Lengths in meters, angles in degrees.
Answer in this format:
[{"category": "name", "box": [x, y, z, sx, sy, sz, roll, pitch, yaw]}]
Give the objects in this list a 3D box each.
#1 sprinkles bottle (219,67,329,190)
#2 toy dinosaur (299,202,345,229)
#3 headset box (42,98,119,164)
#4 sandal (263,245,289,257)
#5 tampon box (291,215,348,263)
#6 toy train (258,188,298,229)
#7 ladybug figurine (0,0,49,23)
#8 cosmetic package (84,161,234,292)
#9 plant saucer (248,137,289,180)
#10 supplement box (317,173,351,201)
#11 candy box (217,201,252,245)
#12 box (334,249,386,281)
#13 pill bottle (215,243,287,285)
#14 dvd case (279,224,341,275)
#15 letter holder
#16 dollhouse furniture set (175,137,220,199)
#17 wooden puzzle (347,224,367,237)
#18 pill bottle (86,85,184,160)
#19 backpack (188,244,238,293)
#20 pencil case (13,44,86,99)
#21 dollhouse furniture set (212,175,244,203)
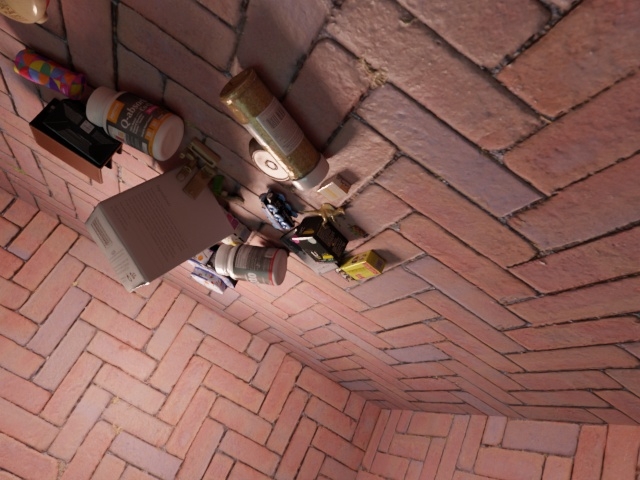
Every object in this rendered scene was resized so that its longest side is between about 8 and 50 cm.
[{"category": "sprinkles bottle", "box": [-0.118, -0.296, 1.263, 0.121, 0.121, 0.355, -1, 141, 45]}, {"category": "toy dinosaur", "box": [0.022, -0.091, 1.602, 0.183, 0.053, 0.093, 0, 128, 32]}, {"category": "headset box", "box": [-0.847, -0.403, 1.667, 0.218, 0.110, 0.293, 41, 180, -27]}, {"category": "sandal", "box": [-0.230, 0.052, 2.082, 0.219, 0.060, 0.090, -12, 131, 32]}, {"category": "tampon box", "box": [0.000, 0.000, 1.707, 0.120, 0.102, 0.161, -6, 138, 47]}, {"category": "toy train", "box": [-0.161, -0.111, 1.692, 0.105, 0.080, 0.184, 13, 151, 40]}, {"category": "ladybug figurine", "box": [-0.810, -0.737, 1.074, 0.304, 0.162, 0.449, 12, 149, 28]}, {"category": "cosmetic package", "box": [-0.621, -0.050, 1.775, 0.329, 0.393, 0.328, -19, 103, 55]}, {"category": "plant saucer", "box": [-0.151, -0.252, 1.471, 0.198, 0.036, 0.199, 22, 153, 12]}, {"category": "supplement box", "box": [0.043, -0.164, 1.444, 0.062, 0.036, 0.098, 38, 152, -19]}, {"category": "candy box", "box": [-0.439, -0.074, 2.027, 0.233, 0.071, 0.159, 42, 150, -28]}, {"category": "box", "box": [0.153, 0.104, 1.800, 0.087, 0.058, 0.232, 38, 152, -17]}, {"category": "pill bottle", "box": [-0.299, 0.100, 1.990, 0.282, 0.161, 0.161, 7, 149, 14]}, {"category": "dvd case", "box": [-0.043, 0.046, 1.882, 0.238, 0.030, 0.179, 42, 151, -12]}, {"category": "letter holder", "box": [-0.995, -0.396, 1.889, 0.301, 0.152, 0.214, 34, 155, -12]}, {"category": "dollhouse furniture set", "box": [-0.451, -0.255, 1.643, 0.144, 0.123, 0.151, 41, 151, -20]}, {"category": "wooden puzzle", "box": [0.129, -0.033, 1.633, 0.083, 0.006, 0.049, 37, 152, -19]}, {"category": "pill bottle", "box": [-0.610, -0.391, 1.514, 0.278, 0.162, 0.162, 26, 154, 2]}, {"category": "backpack", "box": [-0.562, 0.143, 2.406, 0.263, 0.213, 0.277, 32, 159, 16]}, {"category": "pencil case", "box": [-0.919, -0.569, 1.565, 0.236, 0.105, 0.104, 28, 154, 4]}, {"category": "dollhouse furniture set", "box": [-0.363, -0.194, 1.792, 0.076, 0.059, 0.151, 3, 165, 27]}]
